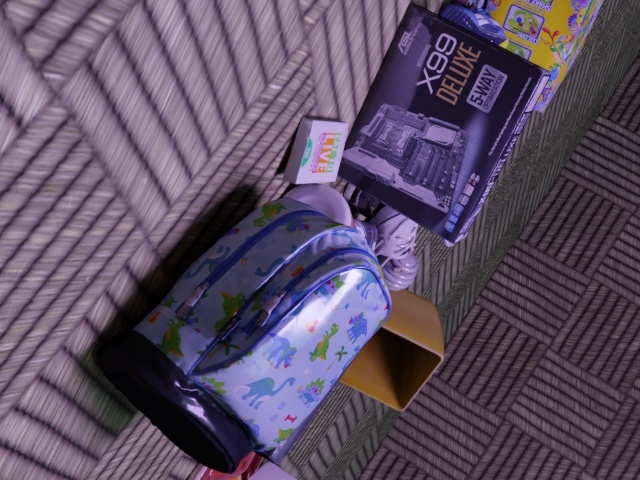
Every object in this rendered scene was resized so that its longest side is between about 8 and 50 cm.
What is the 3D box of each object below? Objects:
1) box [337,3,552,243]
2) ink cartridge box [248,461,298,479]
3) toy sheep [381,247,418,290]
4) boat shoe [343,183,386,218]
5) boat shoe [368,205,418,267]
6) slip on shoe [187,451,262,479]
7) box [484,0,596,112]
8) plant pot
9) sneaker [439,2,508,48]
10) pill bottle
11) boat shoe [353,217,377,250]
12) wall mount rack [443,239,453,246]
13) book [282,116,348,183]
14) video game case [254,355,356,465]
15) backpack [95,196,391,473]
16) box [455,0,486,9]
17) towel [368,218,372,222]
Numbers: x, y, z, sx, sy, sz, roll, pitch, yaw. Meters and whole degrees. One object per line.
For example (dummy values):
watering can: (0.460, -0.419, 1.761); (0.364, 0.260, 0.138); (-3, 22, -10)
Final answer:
box: (0.190, -0.187, 1.601); (0.307, 0.242, 0.076); (-64, 162, 19)
ink cartridge box: (-0.141, 0.648, 2.152); (0.353, 0.207, 0.119); (-31, 147, -56)
toy sheep: (0.161, 0.060, 2.092); (0.091, 0.091, 0.132); (-38, 169, -49)
boat shoe: (0.107, -0.074, 1.854); (0.081, 0.068, 0.227); (-60, 163, 6)
boat shoe: (0.132, -0.008, 1.809); (0.096, 0.088, 0.267); (-19, 167, -38)
slip on shoe: (-0.182, 0.459, 1.899); (0.331, 0.101, 0.123); (-53, 164, -14)
box: (0.433, -0.449, 1.894); (0.290, 0.177, 0.279); (-51, 163, -47)
plant pot: (0.154, 0.216, 2.238); (0.212, 0.212, 0.187); (-60, -176, 40)
sneaker: (0.263, -0.378, 1.736); (0.053, 0.144, 0.059); (-36, -137, 40)
pill bottle: (0.000, 0.000, 1.592); (0.121, 0.121, 0.216); (-55, 163, -11)
boat shoe: (0.012, 0.096, 1.783); (0.102, 0.108, 0.301); (5, 113, -53)
wall mount rack: (0.286, -0.164, 2.071); (0.304, 0.130, 0.350); (15, 95, -69)
book: (-0.006, -0.136, 1.494); (0.144, 0.035, 0.096); (-14, 123, -67)
video game case: (-0.070, 0.176, 1.508); (0.275, 0.248, 0.035); (-53, 132, -18)
backpack: (-0.076, 0.114, 1.347); (0.356, 0.273, 0.290); (-58, 143, -26)
box: (0.271, -0.445, 1.754); (0.094, 0.027, 0.137); (-56, 163, -13)
towel: (0.125, -0.013, 2.084); (0.336, 0.040, 0.243); (-55, 161, -19)
